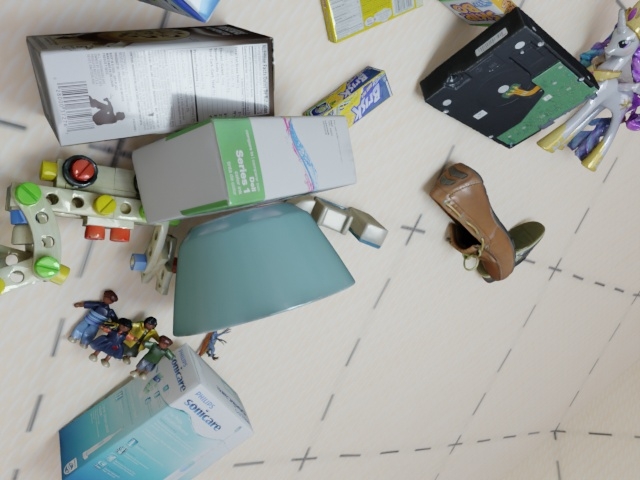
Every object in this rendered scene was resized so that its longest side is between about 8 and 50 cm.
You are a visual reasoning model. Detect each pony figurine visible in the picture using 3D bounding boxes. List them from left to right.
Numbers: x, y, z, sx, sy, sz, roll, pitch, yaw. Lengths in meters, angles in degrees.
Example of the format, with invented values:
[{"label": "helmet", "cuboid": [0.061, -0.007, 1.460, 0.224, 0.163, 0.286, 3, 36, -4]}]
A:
[{"label": "pony figurine", "cuboid": [0.731, -0.358, 1.299, 0.351, 0.303, 0.363, 13, 122, -30]}]

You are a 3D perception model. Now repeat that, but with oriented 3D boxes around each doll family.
[{"label": "doll family", "cuboid": [-0.353, 0.167, 0.950, 0.193, 0.076, 0.111, 33, 99, -38]}]

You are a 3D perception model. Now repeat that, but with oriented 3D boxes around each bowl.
[{"label": "bowl", "cuboid": [-0.110, 0.036, 0.884, 0.311, 0.311, 0.163, -14, 89, -28]}]

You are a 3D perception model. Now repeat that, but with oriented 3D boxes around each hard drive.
[{"label": "hard drive", "cuboid": [0.404, -0.323, 1.114, 0.339, 0.064, 0.237, 14, 147, -39]}]

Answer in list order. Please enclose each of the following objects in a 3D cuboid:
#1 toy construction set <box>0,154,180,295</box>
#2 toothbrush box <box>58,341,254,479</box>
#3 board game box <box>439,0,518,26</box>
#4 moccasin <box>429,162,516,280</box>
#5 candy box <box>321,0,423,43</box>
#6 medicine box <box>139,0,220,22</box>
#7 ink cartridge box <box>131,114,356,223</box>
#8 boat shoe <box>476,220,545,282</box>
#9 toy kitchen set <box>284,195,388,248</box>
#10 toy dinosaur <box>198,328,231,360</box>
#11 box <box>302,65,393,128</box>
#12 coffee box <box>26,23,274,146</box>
[{"label": "toy construction set", "cuboid": [-0.337, -0.009, 0.803, 0.327, 0.151, 0.215, 11, 78, -51]}, {"label": "toothbrush box", "cuboid": [-0.316, 0.378, 1.041, 0.295, 0.126, 0.216, -35, 130, -4]}, {"label": "board game box", "cuboid": [0.280, -0.451, 0.982, 0.259, 0.124, 0.039, 5, 107, -44]}, {"label": "moccasin", "cuboid": [0.376, -0.016, 1.305, 0.147, 0.139, 0.380, -41, 134, 0]}, {"label": "candy box", "cuboid": [0.094, -0.440, 0.944, 0.206, 0.027, 0.105, -29, 126, -18]}, {"label": "medicine box", "cuboid": [-0.164, -0.420, 0.603, 0.149, 0.289, 0.263, 30, 96, -41]}, {"label": "ink cartridge box", "cuboid": [-0.107, -0.112, 0.813, 0.278, 0.201, 0.117, -16, 96, -48]}, {"label": "boat shoe", "cuboid": [0.537, 0.035, 1.487, 0.223, 0.080, 0.073, -39, 136, -3]}, {"label": "toy kitchen set", "cuboid": [0.000, 0.000, 1.094, 0.207, 0.122, 0.166, 21, 103, -19]}, {"label": "toy dinosaur", "cuboid": [-0.222, 0.203, 1.083, 0.090, 0.047, 0.082, -8, 101, -19]}, {"label": "box", "cuboid": [0.053, -0.258, 1.001, 0.169, 0.054, 0.059, -39, 131, -11]}, {"label": "coffee box", "cuboid": [-0.231, -0.230, 0.746, 0.297, 0.168, 0.119, -16, 122, -28]}]
